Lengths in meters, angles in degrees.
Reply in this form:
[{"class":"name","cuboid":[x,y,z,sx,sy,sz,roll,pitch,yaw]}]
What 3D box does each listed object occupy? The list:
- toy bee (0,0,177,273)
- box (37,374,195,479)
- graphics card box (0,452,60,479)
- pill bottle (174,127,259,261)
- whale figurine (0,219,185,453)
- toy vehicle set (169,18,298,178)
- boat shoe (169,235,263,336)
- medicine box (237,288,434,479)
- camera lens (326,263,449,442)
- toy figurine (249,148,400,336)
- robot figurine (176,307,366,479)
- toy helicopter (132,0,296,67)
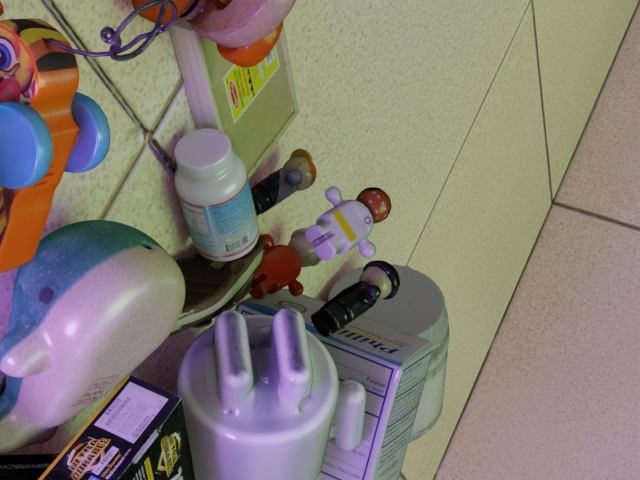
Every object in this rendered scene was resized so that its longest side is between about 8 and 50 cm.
[{"class":"toy bee","cuboid":[-0.251,-0.122,0.891,0.298,0.162,0.195,-47,167,8]},{"class":"box","cuboid":[-0.230,0.345,1.123,0.322,0.079,0.257,89,27,-43]},{"class":"graphics card box","cuboid":[-0.364,0.330,1.023,0.371,0.094,0.232,28,82,-66]},{"class":"pill bottle","cuboid":[-0.127,-0.055,1.262,0.087,0.087,0.160,-55,153,-33]},{"class":"whale figurine","cuboid":[-0.262,0.094,1.061,0.272,0.141,0.216,-51,162,18]},{"class":"toy vehicle set","cuboid":[-0.097,-0.204,1.277,0.166,0.035,0.266,-56,153,-32]},{"class":"boat shoe","cuboid":[-0.149,0.073,1.310,0.257,0.095,0.095,-36,145,-54]},{"class":"medicine box","cuboid":[-0.006,0.253,1.549,0.149,0.264,0.289,-15,122,-64]},{"class":"camera lens","cuboid":[0.111,0.207,1.832,0.219,0.219,0.274,-48,148,-43]},{"class":"toy figurine","cuboid":[0.000,0.000,1.434,0.148,0.213,0.209,-34,134,-37]},{"class":"robot figurine","cuboid":[-0.086,0.236,1.354,0.353,0.300,0.199,101,-13,-46]},{"class":"toy helicopter","cuboid":[-0.048,-0.363,1.060,0.140,0.235,0.354,22,67,-37]}]
